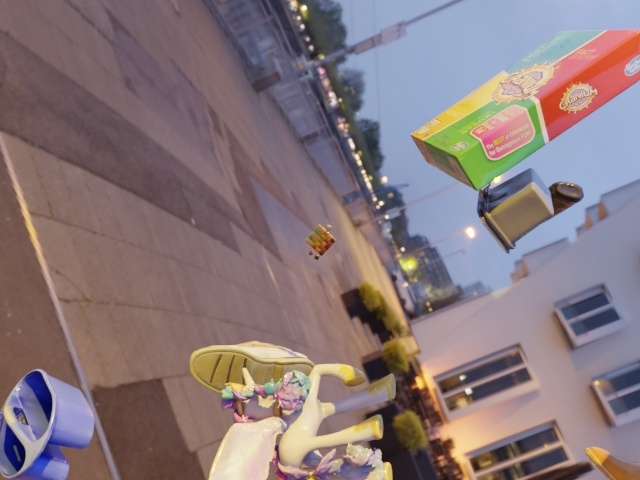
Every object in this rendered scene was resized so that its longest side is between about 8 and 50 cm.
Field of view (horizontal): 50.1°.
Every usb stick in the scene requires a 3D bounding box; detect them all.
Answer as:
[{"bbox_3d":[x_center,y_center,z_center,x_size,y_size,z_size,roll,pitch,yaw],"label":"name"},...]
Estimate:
[{"bbox_3d":[0.544,-0.088,1.628,0.278,0.077,0.045,86,22,-81],"label":"usb stick"}]

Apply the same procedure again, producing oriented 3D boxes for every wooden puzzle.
[{"bbox_3d":[0.000,0.000,1.439,0.049,0.083,0.006,44,25,4],"label":"wooden puzzle"}]

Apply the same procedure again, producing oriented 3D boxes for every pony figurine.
[{"bbox_3d":[-0.047,0.398,1.328,0.303,0.363,0.351,62,27,-48],"label":"pony figurine"}]

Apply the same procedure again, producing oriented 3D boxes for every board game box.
[{"bbox_3d":[0.318,-0.215,1.078,0.064,0.316,0.242,55,1,-18],"label":"board game box"}]

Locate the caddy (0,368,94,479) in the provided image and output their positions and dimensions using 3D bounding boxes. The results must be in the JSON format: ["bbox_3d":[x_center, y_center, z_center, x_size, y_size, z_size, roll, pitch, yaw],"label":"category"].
[{"bbox_3d":[-0.753,0.490,1.810,0.179,0.241,0.341,37,-6,-37],"label":"caddy"}]

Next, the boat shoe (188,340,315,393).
[{"bbox_3d":[-0.164,0.291,1.577,0.103,0.302,0.113,27,-77,63],"label":"boat shoe"}]

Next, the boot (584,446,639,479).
[{"bbox_3d":[0.646,0.404,1.202,0.295,0.211,0.104,40,3,30],"label":"boot"}]

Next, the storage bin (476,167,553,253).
[{"bbox_3d":[0.301,-0.059,1.057,0.098,0.091,0.135,50,25,-9],"label":"storage bin"}]
